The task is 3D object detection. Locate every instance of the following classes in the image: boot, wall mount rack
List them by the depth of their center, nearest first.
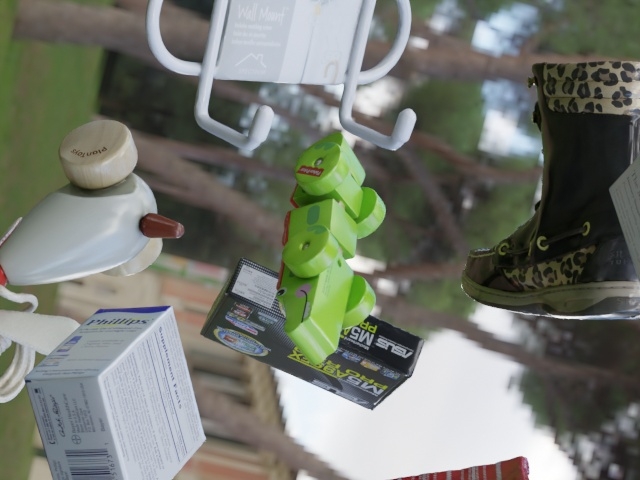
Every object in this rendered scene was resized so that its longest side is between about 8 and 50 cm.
[{"bbox_3d":[0.015,-0.237,1.687,0.130,0.350,0.304,25,-71,40],"label":"wall mount rack"},{"bbox_3d":[0.277,-0.057,2.086,0.377,0.138,0.284,-173,-96,-72],"label":"boot"}]

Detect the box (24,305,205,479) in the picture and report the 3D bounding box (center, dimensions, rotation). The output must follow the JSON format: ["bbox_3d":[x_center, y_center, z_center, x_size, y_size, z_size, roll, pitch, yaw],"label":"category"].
[{"bbox_3d":[-0.163,0.136,1.469,0.137,0.072,0.126,-46,128,-59],"label":"box"}]

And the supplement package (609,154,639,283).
[{"bbox_3d":[0.369,-0.046,1.563,0.244,0.134,0.139,120,-42,-62],"label":"supplement package"}]

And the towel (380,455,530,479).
[{"bbox_3d":[0.102,0.286,2.063,0.199,0.275,0.031,-24,106,-82],"label":"towel"}]

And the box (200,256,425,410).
[{"bbox_3d":[-0.015,0.130,2.464,0.216,0.270,0.060,127,-14,-68],"label":"box"}]

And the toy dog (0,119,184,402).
[{"bbox_3d":[-0.272,0.030,1.914,0.161,0.220,0.334,23,-107,43],"label":"toy dog"}]

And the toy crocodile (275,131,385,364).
[{"bbox_3d":[0.000,0.000,2.139,0.105,0.115,0.340,-17,-136,27],"label":"toy crocodile"}]
